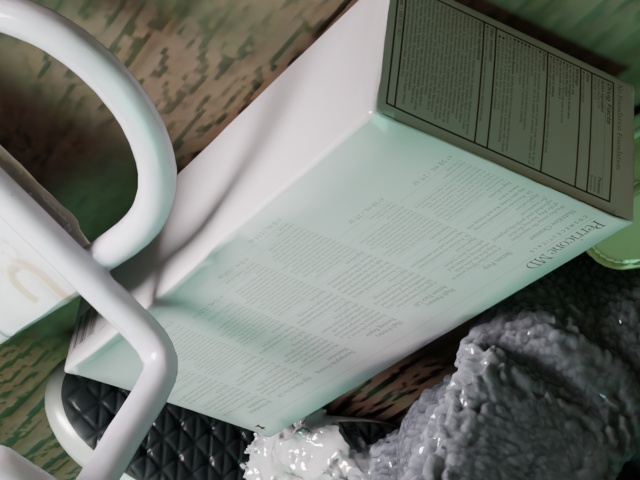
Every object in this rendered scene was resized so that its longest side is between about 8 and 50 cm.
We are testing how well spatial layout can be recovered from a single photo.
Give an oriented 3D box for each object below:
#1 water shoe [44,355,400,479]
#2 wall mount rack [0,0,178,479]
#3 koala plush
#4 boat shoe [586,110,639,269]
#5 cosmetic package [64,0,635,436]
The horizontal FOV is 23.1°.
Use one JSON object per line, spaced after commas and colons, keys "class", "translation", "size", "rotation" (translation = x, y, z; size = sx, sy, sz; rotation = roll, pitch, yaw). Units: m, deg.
{"class": "water shoe", "translation": [-0.044, 0.110, 0.761], "size": [0.203, 0.073, 0.080], "rotation": [20, 154, -19]}
{"class": "wall mount rack", "translation": [-0.227, 0.003, 0.565], "size": [0.304, 0.130, 0.350], "rotation": [45, 137, -15]}
{"class": "koala plush", "translation": [0.075, 0.119, 0.644], "size": [0.196, 0.203, 0.221], "rotation": [28, 154, -13]}
{"class": "boat shoe", "translation": [0.148, -0.019, 0.507], "size": [0.063, 0.059, 0.170], "rotation": [27, 145, -31]}
{"class": "cosmetic package", "translation": [0.000, 0.000, 0.570], "size": [0.099, 0.060, 0.239], "rotation": [23, 147, -23]}
